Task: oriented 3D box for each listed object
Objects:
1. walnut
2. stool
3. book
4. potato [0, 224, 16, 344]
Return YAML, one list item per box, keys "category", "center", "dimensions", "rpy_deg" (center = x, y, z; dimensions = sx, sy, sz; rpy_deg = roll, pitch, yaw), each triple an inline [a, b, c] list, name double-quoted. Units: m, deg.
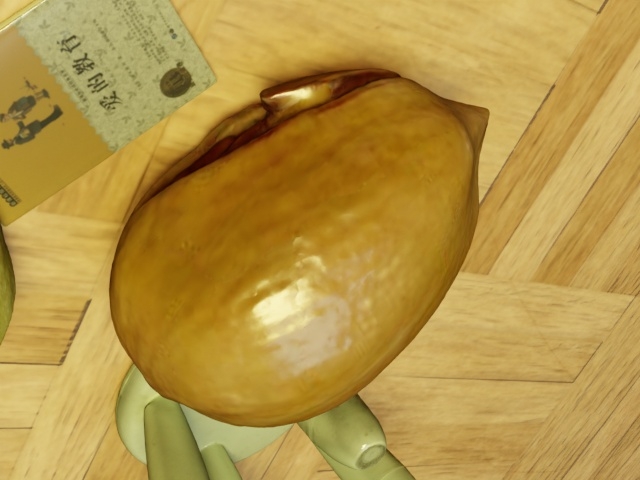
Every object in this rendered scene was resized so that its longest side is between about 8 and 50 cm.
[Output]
- category: "walnut"
  center: [0.000, 0.000, 0.648]
  dimensions: [0.298, 0.203, 0.203]
  rpy_deg: [-33, 138, -12]
- category: "stool"
  center: [-0.041, 0.176, 0.768]
  dimensions: [0.195, 0.199, 0.195]
  rpy_deg: [-35, 140, -6]
- category: "book"
  center: [-0.159, -0.093, 0.589]
  dimensions: [0.172, 0.012, 0.118]
  rpy_deg: [-36, 137, -4]
- category: "potato"
  center: [-0.232, 0.014, 0.540]
  dimensions: [0.081, 0.120, 0.149]
  rpy_deg: [-24, 138, 1]
